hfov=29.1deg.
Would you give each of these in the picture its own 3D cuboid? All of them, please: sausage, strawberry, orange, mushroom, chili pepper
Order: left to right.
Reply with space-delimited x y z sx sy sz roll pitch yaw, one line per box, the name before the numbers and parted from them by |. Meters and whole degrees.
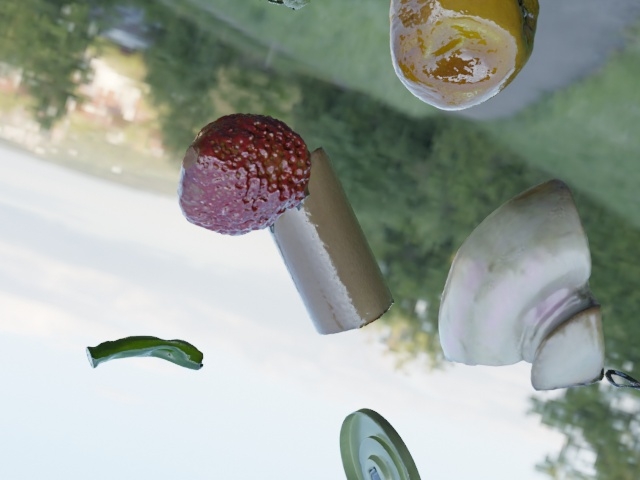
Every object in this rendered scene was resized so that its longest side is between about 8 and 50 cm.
chili pepper | -0.285 0.181 2.011 0.201 0.052 0.050 3 -144 -29
strawberry | -0.084 -0.067 1.193 0.148 0.131 0.131 18 179 -41
sausage | 0.000 0.000 1.688 0.123 0.253 0.123 -22 -163 7
orange | 0.200 -0.306 1.655 0.183 0.249 0.249 4 177 17
mushroom | 0.195 0.039 1.291 0.162 0.173 0.236 -13 -155 1

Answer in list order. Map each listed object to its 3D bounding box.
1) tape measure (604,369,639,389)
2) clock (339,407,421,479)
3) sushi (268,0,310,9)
tape measure | 0.497 0.166 1.745 0.179 0.107 0.104 3 177 10
clock | 0.101 0.395 2.065 0.029 0.235 0.235 -19 -162 -26
sushi | -0.067 -0.531 2.082 0.131 0.291 0.139 -19 169 30
